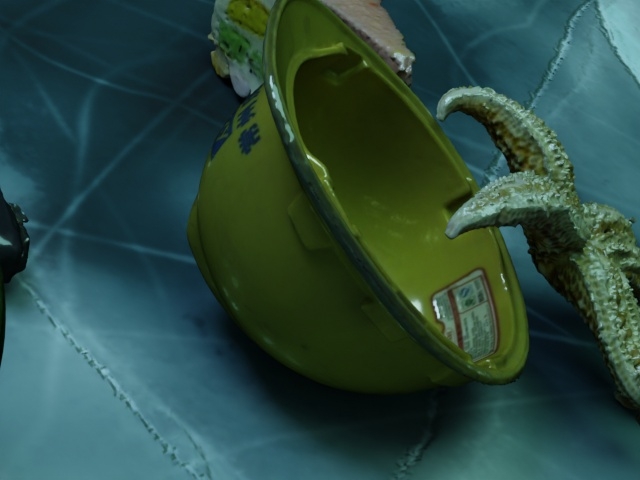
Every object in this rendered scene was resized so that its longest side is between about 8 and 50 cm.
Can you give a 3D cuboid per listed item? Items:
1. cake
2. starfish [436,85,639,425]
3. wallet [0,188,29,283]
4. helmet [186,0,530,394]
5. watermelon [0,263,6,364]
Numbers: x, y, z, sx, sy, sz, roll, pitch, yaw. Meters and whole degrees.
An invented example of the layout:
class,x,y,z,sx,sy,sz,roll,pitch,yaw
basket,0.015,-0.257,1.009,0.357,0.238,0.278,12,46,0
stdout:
class,x,y,z,sx,sy,sz,roll,pitch,yaw
cake,-0.010,-0.122,1.096,0.090,0.109,0.225,4,30,-19
starfish,0.149,0.005,0.999,0.238,0.071,0.216,58,16,8
wallet,-0.291,-0.031,0.921,0.250,0.044,0.149,0,40,-27
helmet,0.000,0.000,0.942,0.257,0.140,0.205,46,28,-26
watermelon,-0.258,0.029,0.709,0.242,0.242,0.242,15,39,-12
